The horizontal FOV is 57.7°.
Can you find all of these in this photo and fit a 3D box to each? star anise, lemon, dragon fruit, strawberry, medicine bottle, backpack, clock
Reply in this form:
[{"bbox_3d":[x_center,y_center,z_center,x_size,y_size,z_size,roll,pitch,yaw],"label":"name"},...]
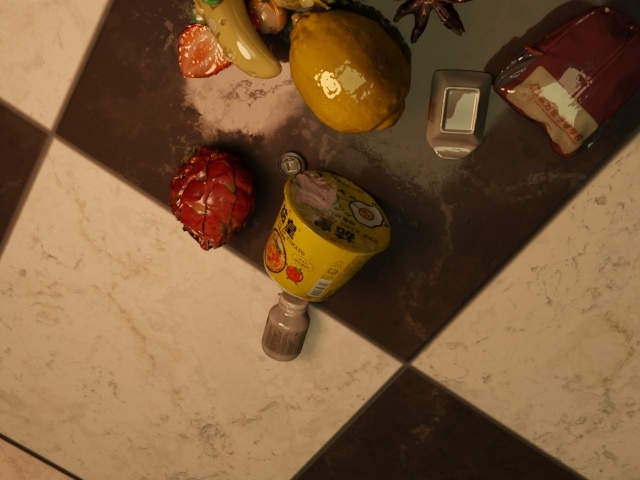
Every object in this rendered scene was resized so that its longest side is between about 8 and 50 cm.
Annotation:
[{"bbox_3d":[0.256,-0.597,1.391,0.288,0.088,0.288,12,136,12],"label":"star anise"},{"bbox_3d":[0.067,-0.410,1.424,0.316,0.285,0.285,30,118,17],"label":"lemon"},{"bbox_3d":[-0.305,-0.117,1.649,0.244,0.244,0.299,7,108,6],"label":"dragon fruit"},{"bbox_3d":[-0.302,-0.501,1.541,0.187,0.082,0.146,-38,99,29],"label":"strawberry"},{"bbox_3d":[-0.105,0.265,1.847,0.135,0.135,0.215,16,117,1],"label":"medicine bottle"},{"bbox_3d":[0.613,-0.394,1.386,0.283,0.197,0.317,40,110,-9],"label":"backpack"},{"bbox_3d":[-0.084,-0.216,1.677,0.085,0.017,0.085,4,116,7],"label":"clock"}]

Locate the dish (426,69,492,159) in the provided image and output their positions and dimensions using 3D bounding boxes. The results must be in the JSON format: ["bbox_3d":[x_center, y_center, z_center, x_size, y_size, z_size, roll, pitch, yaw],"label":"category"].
[{"bbox_3d":[0.362,-0.323,1.531,0.154,0.064,0.234,4,117,6],"label":"dish"}]

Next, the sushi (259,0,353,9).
[{"bbox_3d":[-0.029,-0.641,1.261,0.328,0.328,0.285,-8,124,-33],"label":"sushi"}]

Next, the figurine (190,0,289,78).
[{"bbox_3d":[-0.181,-0.556,1.442,0.324,0.222,0.124,59,155,-4],"label":"figurine"}]

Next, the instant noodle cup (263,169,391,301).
[{"bbox_3d":[0.000,0.000,1.622,0.325,0.325,0.254,28,126,-5],"label":"instant noodle cup"}]
